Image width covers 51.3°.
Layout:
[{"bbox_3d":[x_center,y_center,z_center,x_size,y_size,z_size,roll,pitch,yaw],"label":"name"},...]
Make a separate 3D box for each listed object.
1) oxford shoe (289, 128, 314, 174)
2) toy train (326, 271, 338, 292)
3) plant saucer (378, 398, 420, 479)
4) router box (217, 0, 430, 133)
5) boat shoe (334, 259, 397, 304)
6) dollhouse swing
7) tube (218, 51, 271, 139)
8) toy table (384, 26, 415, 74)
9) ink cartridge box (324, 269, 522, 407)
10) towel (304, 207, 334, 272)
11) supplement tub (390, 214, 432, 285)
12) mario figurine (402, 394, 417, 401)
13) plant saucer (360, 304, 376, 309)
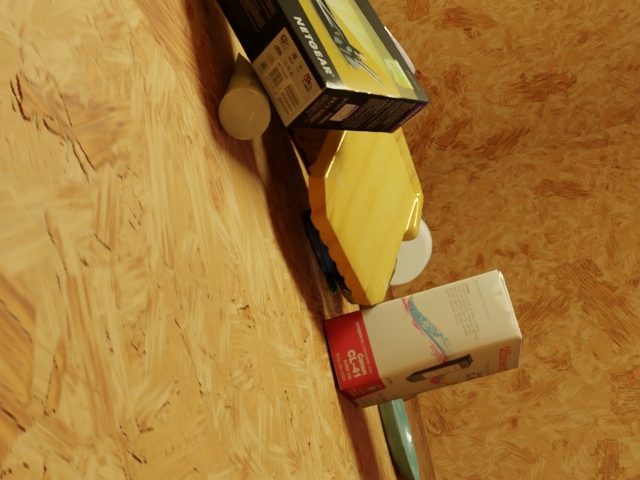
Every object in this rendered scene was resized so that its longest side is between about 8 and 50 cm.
[{"bbox_3d":[0.008,-0.247,1.418,0.348,0.130,0.122,59,20,-57],"label":"oxford shoe"},{"bbox_3d":[0.020,0.065,1.324,0.023,0.017,0.083,85,-8,-75],"label":"toy train"},{"bbox_3d":[0.189,0.456,1.674,0.317,0.044,0.317,-16,90,-83],"label":"plant saucer"},{"bbox_3d":[-0.012,-0.291,0.889,0.243,0.081,0.308,-10,67,-52],"label":"router box"},{"bbox_3d":[0.089,0.068,1.361,0.324,0.123,0.119,-106,-171,-78],"label":"boat shoe"},{"bbox_3d":[-0.001,-0.103,1.151,0.305,0.315,0.346,-55,140,-25],"label":"dollhouse swing"},{"bbox_3d":[-0.093,-0.189,0.878,0.240,0.062,0.070,-95,-161,-66],"label":"tube"},{"bbox_3d":[0.066,-0.343,1.310,0.252,0.161,0.274,50,11,25],"label":"toy table"},{"bbox_3d":[0.183,0.182,1.168,0.226,0.307,0.131,58,18,-63],"label":"ink cartridge box"},{"bbox_3d":[0.000,0.000,1.261,0.067,0.029,0.119,-97,169,-51],"label":"towel"},{"bbox_3d":[0.225,0.000,2.101,0.331,0.241,0.240,-69,143,-77],"label":"supplement tub"},{"bbox_3d":[0.214,0.334,1.968,0.198,0.170,0.320,35,-33,38],"label":"mario figurine"},{"bbox_3d":[0.117,0.126,1.841,0.198,0.036,0.198,-15,90,-83],"label":"plant saucer"}]
